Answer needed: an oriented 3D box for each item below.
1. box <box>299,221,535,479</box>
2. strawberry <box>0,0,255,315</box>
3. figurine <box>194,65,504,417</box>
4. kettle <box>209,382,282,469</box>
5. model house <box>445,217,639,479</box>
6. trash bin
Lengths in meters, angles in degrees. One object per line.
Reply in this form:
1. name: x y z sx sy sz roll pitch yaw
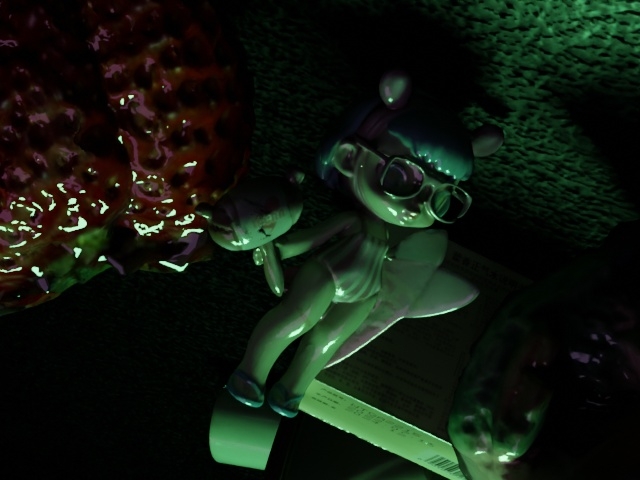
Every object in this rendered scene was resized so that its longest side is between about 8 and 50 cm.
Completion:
1. box: 0.101 0.094 0.953 0.212 0.168 0.095 26 157 -6
2. strawberry: -0.181 -0.109 0.788 0.238 0.250 0.288 38 151 59
3. figurine: 0.001 -0.002 0.806 0.205 0.260 0.103 26 -168 -25
4. kettle: -0.041 0.232 1.359 0.148 0.098 0.127 7 142 20
5. model house: 0.247 0.138 0.767 0.237 0.237 0.202 35 149 52
6. trash bin: 0.091 0.239 1.175 0.219 0.219 0.250 36 142 -25
